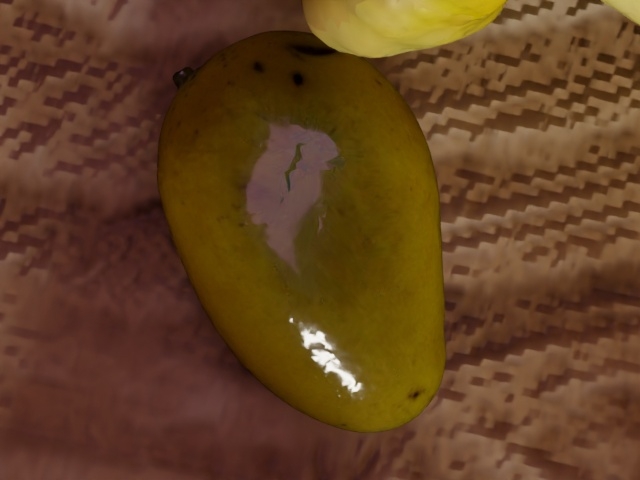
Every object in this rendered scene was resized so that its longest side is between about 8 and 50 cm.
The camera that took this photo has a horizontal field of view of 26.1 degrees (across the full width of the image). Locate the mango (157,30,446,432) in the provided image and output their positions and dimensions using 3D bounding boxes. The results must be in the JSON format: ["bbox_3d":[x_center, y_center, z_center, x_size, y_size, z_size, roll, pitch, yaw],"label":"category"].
[{"bbox_3d":[0.000,0.000,0.520,0.103,0.076,0.161,-25,101,-17],"label":"mango"}]

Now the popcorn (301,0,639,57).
[{"bbox_3d":[0.140,-0.179,0.450,0.381,0.349,0.349,-4,87,31],"label":"popcorn"}]
